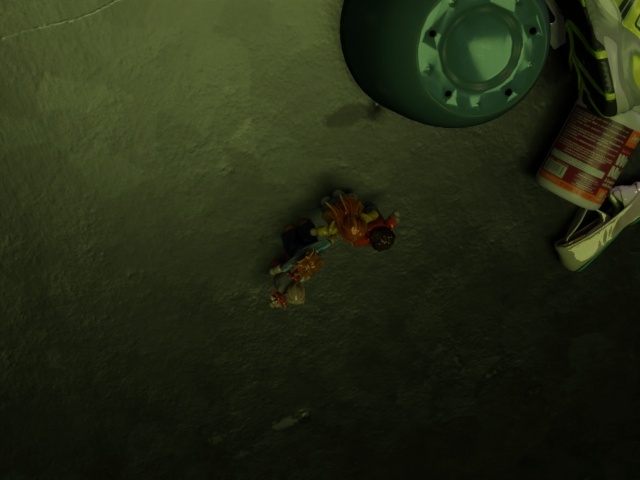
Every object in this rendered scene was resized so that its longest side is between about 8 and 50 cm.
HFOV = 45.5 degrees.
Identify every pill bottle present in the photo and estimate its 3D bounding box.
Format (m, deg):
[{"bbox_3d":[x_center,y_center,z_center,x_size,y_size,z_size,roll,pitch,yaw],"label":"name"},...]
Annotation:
[{"bbox_3d":[0.463,-0.171,1.274,0.121,0.121,0.221,20,108,-18],"label":"pill bottle"}]

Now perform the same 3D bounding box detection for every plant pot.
[{"bbox_3d":[0.193,-0.294,1.106,0.293,0.235,0.292,-4,114,-8],"label":"plant pot"}]

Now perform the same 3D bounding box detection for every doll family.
[{"bbox_3d":[0.000,0.000,1.233,0.263,0.163,0.118,-34,115,4],"label":"doll family"}]

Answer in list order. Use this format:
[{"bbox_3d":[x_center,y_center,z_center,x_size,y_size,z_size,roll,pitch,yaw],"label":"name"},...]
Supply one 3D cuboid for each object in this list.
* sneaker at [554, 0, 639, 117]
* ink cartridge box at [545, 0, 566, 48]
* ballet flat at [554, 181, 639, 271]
[{"bbox_3d":[0.431,-0.384,1.128,0.147,0.145,0.384,-18,109,-2],"label":"sneaker"},{"bbox_3d":[0.416,-0.416,1.217,0.179,0.045,0.145,-31,117,24],"label":"ink cartridge box"},{"bbox_3d":[0.523,-0.046,1.367,0.248,0.086,0.086,-43,114,9],"label":"ballet flat"}]
